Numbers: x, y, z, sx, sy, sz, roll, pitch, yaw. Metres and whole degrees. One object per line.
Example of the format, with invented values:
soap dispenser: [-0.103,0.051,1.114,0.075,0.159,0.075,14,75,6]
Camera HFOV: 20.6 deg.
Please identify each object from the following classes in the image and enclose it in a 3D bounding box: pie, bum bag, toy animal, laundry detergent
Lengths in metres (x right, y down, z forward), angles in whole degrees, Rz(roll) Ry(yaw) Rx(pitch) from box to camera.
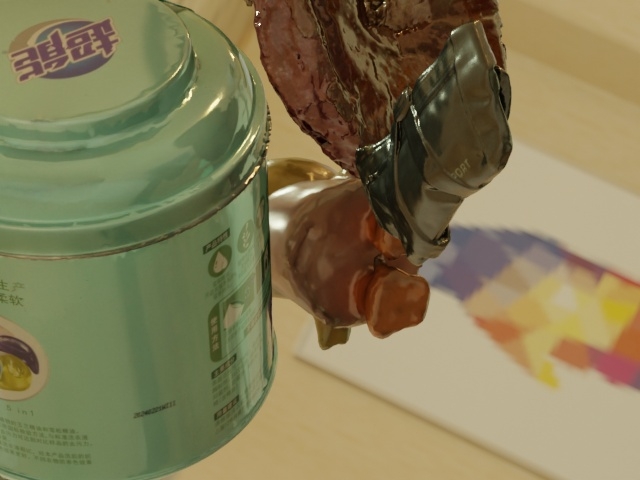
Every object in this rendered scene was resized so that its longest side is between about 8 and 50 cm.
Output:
pie: [0.050,-0.141,1.227,0.054,0.204,0.218,-14,15,46]
bum bag: [0.073,-0.052,1.055,0.049,0.087,0.198,-10,-21,-23]
toy animal: [-0.005,-0.001,1.701,0.281,0.169,0.195,-154,74,-68]
laundry detergent: [-0.176,-0.018,1.327,0.287,0.287,0.305,-56,-26,-45]

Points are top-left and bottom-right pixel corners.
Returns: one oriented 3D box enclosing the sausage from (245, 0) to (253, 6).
sausage: [0.022,-0.339,1.705,0.328,0.112,0.112,-46,-1,25]
